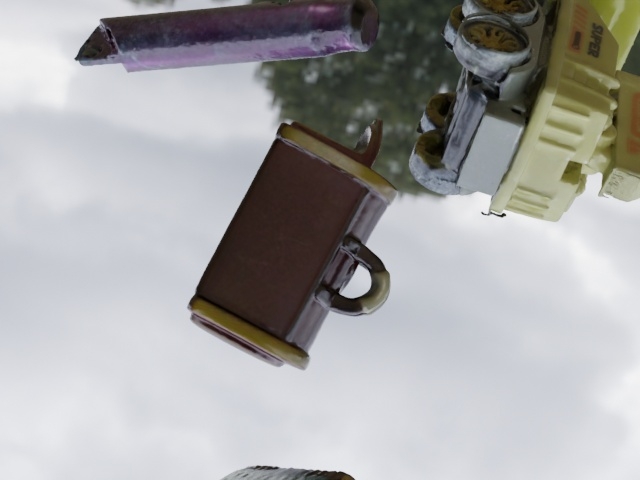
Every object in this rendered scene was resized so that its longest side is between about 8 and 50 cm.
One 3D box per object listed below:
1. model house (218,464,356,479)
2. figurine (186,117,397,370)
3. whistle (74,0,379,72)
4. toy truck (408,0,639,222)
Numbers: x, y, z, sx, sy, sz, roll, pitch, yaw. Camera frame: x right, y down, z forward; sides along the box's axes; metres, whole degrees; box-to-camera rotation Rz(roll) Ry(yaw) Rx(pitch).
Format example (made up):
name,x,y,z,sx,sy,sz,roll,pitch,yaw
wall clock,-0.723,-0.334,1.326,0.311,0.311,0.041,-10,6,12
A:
name,x,y,z,sx,sy,sz,roll,pitch,yaw
model house,-0.031,0.194,0.639,0.271,0.206,0.178,9,172,-15
figurine,0.001,-0.001,0.877,0.098,0.154,0.082,29,175,9
whistle,-0.052,-0.109,0.827,0.176,0.033,0.033,-1,-175,26
toy truck,0.163,-0.122,1.078,0.157,0.124,0.272,19,-141,-1
